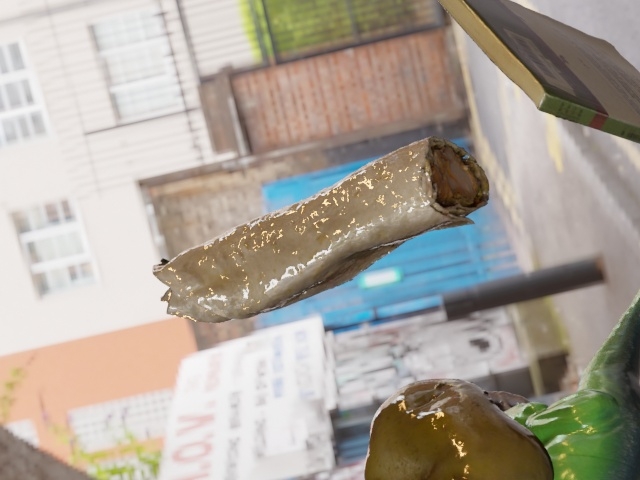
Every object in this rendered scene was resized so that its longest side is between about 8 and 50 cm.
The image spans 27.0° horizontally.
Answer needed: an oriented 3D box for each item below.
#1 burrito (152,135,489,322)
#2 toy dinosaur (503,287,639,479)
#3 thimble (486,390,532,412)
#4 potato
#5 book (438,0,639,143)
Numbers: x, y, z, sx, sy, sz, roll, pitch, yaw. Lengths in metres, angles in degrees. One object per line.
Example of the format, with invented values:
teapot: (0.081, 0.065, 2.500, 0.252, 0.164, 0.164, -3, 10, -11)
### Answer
burrito: (0.000, 0.000, 0.839, 0.087, 0.226, 0.060, 43, -155, -77)
toy dinosaur: (0.332, 0.182, 1.409, 0.144, 0.500, 0.374, 40, 175, -17)
thimble: (0.253, 0.343, 1.877, 0.245, 0.217, 0.157, 35, 135, 29)
potato: (0.128, 0.224, 1.287, 0.200, 0.137, 0.155, 35, 124, 49)
book: (0.234, -0.154, 1.214, 0.289, 0.026, 0.201, 13, -149, -43)
